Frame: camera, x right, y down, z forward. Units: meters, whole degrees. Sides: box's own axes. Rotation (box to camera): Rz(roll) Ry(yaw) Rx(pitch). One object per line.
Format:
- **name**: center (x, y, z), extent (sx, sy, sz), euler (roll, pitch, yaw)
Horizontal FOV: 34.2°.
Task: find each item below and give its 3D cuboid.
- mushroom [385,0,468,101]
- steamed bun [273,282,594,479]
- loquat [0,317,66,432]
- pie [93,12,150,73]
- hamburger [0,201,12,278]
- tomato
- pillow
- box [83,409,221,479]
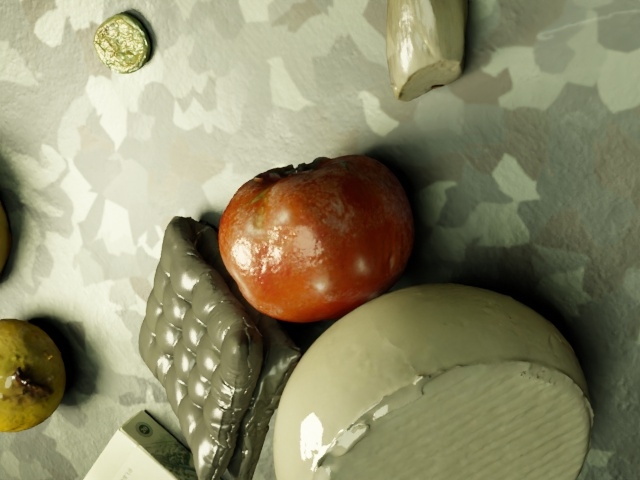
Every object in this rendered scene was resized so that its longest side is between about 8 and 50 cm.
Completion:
- **mushroom**: center (0.115, -0.278, 1.169), extent (0.096, 0.108, 0.246), euler (-14, 108, -14)
- **steamed bun**: center (0.121, 0.205, 1.219), extent (0.375, 0.241, 0.374), euler (-8, 125, -12)
- **loquat**: center (-0.476, 0.204, 1.575), extent (0.205, 0.149, 0.172), euler (-2, 109, 40)
- **pie**: center (-0.264, -0.260, 1.387), extent (0.084, 0.021, 0.084), euler (6, 109, 18)
- **hamburger**: center (-0.619, -0.005, 1.517), extent (0.276, 0.237, 0.276), euler (8, 112, 19)
- **tomato**: center (0.003, 0.000, 1.240), extent (0.232, 0.232, 0.188), euler (-7, 105, 26)
- **pillow**: center (-0.143, 0.136, 1.351), extent (0.326, 0.101, 0.228), euler (53, 131, 49)
- **box**: center (-0.229, 0.403, 1.577), extent (0.256, 0.069, 0.164), euler (40, 119, 6)
